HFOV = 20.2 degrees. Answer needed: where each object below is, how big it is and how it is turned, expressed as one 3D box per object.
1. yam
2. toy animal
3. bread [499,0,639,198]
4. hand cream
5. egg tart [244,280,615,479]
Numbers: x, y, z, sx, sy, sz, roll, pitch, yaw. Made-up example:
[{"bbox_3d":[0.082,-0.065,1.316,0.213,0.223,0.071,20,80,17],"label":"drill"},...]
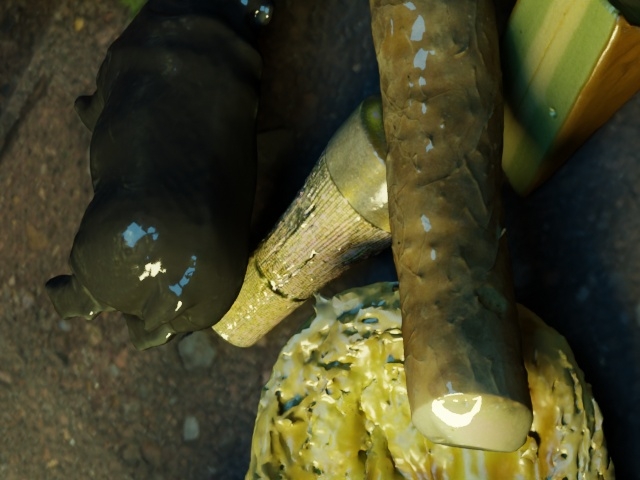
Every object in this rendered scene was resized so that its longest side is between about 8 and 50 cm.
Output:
[{"bbox_3d":[0.070,-0.057,1.009,0.081,0.081,0.357,-18,65,33],"label":"yam"},{"bbox_3d":[-0.085,-0.103,1.146,0.168,0.106,0.343,-3,71,59],"label":"toy animal"},{"bbox_3d":[0.125,-0.095,1.030,0.139,0.084,0.074,-46,63,24],"label":"bread"},{"bbox_3d":[0.000,0.000,1.122,0.203,0.084,0.084,-45,63,32],"label":"hand cream"},{"bbox_3d":[0.063,0.144,1.048,0.231,0.098,0.252,-23,75,16],"label":"egg tart"}]
